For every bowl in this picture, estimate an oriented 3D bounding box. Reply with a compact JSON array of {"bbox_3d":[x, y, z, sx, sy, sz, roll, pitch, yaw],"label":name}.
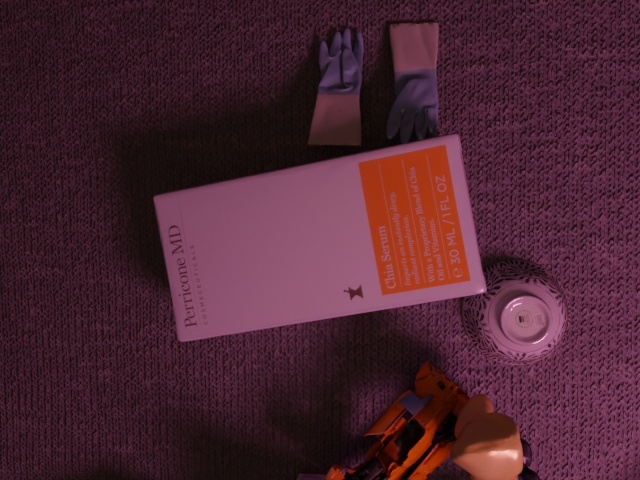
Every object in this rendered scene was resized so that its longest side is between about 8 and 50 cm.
[{"bbox_3d":[0.308,0.118,0.845,0.169,0.080,0.170,0,92,9],"label":"bowl"}]

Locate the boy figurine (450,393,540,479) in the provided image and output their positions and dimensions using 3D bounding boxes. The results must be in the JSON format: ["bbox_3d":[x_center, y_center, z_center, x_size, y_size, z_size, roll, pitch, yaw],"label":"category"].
[{"bbox_3d":[0.241,0.292,0.758,0.092,0.285,0.177,-17,54,15],"label":"boy figurine"}]

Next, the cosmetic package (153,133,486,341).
[{"bbox_3d":[0.000,0.000,0.847,0.452,0.161,0.230,-11,89,9],"label":"cosmetic package"}]

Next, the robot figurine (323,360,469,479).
[{"bbox_3d":[0.113,0.329,0.830,0.291,0.211,0.085,-47,49,-2],"label":"robot figurine"}]

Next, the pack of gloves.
[{"bbox_3d":[0.088,-0.240,0.875,0.194,0.046,0.232,1,68,10],"label":"pack of gloves"}]

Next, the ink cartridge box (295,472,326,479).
[{"bbox_3d":[-0.030,0.550,0.786,0.072,0.307,0.304,1,91,9],"label":"ink cartridge box"}]
